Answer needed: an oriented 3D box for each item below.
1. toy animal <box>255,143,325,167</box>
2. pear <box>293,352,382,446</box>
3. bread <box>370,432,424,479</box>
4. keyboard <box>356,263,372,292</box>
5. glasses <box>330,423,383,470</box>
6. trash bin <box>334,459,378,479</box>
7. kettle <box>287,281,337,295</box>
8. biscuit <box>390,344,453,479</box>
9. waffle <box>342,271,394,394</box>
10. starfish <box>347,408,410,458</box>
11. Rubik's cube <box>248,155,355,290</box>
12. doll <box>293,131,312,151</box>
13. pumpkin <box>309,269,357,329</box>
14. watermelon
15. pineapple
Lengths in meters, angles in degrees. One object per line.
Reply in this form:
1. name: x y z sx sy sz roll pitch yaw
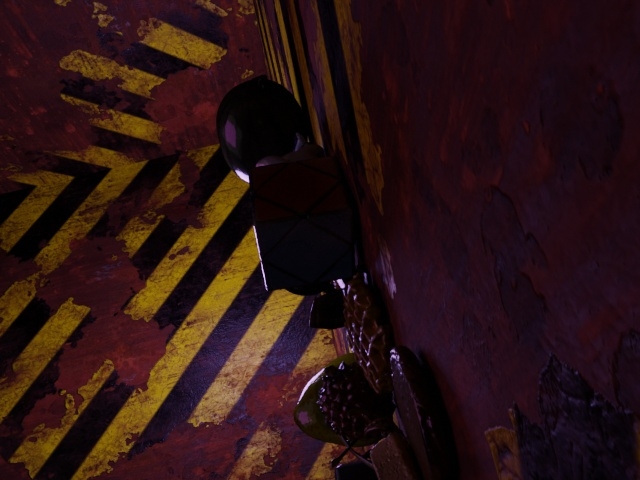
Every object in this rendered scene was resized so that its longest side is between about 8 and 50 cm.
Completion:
1. toy animal: -0.064 -0.166 1.492 0.193 0.178 0.127 -119 13 -81
2. pear: 0.044 0.479 1.750 0.159 0.292 0.292 63 -170 -64
3. bread: 0.154 0.421 0.954 0.125 0.068 0.188 52 -170 -40
4. keyboard: 0.110 0.148 1.300 0.060 0.018 0.195 -130 26 -67
5. glasses: 0.121 0.508 1.462 0.102 0.207 0.239 -66 21 16
6. trash bin: 0.148 0.838 1.805 0.182 0.209 0.290 80 180 -54
7. kettle: -0.016 0.085 1.864 0.271 0.251 0.207 63 -138 -79
8. biscuit: 0.155 0.273 0.916 0.226 0.042 0.226 165 90 -87
9. waffle: 0.104 0.202 1.207 0.219 0.057 0.229 -115 14 -44
10. starfish: 0.132 0.419 1.203 0.190 0.074 0.146 44 153 30
11. Rubik's cube: -0.040 -0.039 1.296 0.207 0.205 0.205 -105 7 -48
12. doll: -0.038 -0.234 1.703 0.096 0.070 0.195 40 158 43
13. pumpkin: 0.050 0.130 1.374 0.119 0.108 0.183 82 -155 -54
14. watermelon: -0.178 -0.333 1.793 0.359 0.279 0.279 76 177 -47
15. pineapple: 0.069 0.350 1.315 0.193 0.166 0.166 52 -178 -13
